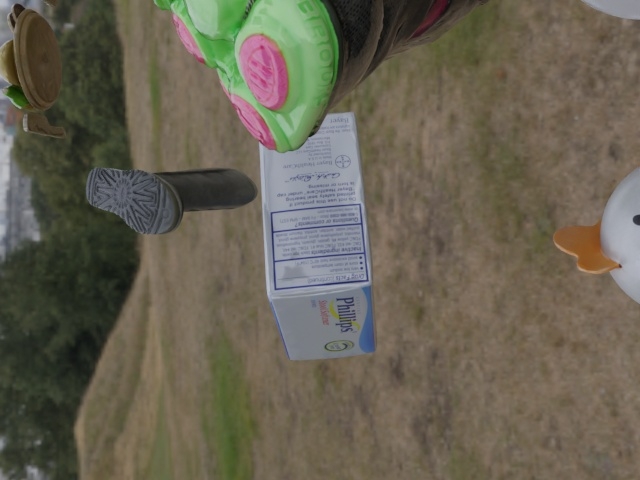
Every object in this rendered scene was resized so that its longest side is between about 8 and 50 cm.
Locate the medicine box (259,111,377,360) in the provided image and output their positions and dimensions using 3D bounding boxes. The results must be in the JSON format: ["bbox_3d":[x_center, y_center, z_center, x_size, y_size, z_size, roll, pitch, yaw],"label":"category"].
[{"bbox_3d":[0.000,0.000,1.390,0.263,0.149,0.290,80,-174,-63],"label":"medicine box"}]

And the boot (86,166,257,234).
[{"bbox_3d":[-0.163,-0.054,1.154,0.189,0.208,0.076,26,104,42],"label":"boot"}]

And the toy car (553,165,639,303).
[{"bbox_3d":[0.265,0.003,0.592,0.237,0.210,0.219,-8,111,31],"label":"toy car"}]

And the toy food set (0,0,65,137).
[{"bbox_3d":[-0.357,-0.221,1.124,0.132,0.038,0.192,8,-101,-83],"label":"toy food set"}]

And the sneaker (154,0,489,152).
[{"bbox_3d":[0.012,-0.193,0.608,0.185,0.202,0.483,54,-165,-10],"label":"sneaker"}]

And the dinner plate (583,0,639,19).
[{"bbox_3d":[0.206,-0.197,0.549,0.017,0.141,0.141,-78,2,-54],"label":"dinner plate"}]
